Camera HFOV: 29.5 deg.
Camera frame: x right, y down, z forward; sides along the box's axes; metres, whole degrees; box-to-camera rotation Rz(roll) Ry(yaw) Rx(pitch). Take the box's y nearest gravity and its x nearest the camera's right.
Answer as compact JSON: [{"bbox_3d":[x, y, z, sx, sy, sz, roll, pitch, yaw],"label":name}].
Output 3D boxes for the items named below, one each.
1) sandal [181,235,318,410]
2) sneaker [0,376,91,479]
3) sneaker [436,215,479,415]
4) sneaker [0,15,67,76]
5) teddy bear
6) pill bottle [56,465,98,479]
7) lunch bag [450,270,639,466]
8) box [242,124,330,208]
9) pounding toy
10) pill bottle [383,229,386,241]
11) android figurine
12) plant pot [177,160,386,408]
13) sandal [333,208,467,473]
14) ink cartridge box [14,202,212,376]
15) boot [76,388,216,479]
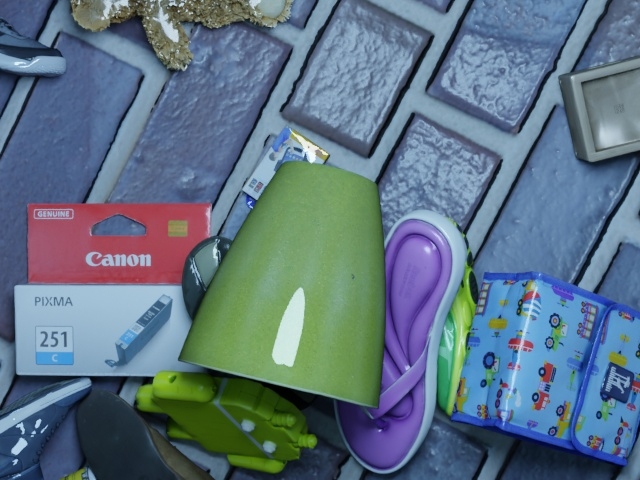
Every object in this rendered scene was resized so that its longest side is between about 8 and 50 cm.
[{"bbox_3d":[-0.108,0.128,1.800,0.120,0.086,0.303,-32,110,-2],"label":"sandal"},{"bbox_3d":[-0.416,0.313,1.805,0.226,0.086,0.163,-30,97,-25],"label":"sneaker"},{"bbox_3d":[0.173,0.110,1.792,0.123,0.109,0.296,-5,97,36],"label":"sneaker"},{"bbox_3d":[-0.502,-0.340,1.831,0.268,0.101,0.153,14,94,7],"label":"sneaker"},{"bbox_3d":[-0.206,-0.386,1.817,0.338,0.113,0.245,-23,96,-3],"label":"teddy bear"},{"bbox_3d":[-0.381,0.391,1.846,0.116,0.065,0.065,-26,88,4],"label":"pill bottle"},{"bbox_3d":[0.359,0.189,1.735,0.293,0.138,0.221,19,80,-25],"label":"lunch bag"},{"bbox_3d":[-0.056,-0.097,1.834,0.081,0.028,0.136,34,91,3],"label":"box"},{"bbox_3d":[0.461,-0.161,1.762,0.181,0.094,0.206,-14,99,0],"label":"pounding toy"},{"bbox_3d":[0.000,0.000,1.788,0.186,0.112,0.112,-13,89,5],"label":"pill bottle"},{"bbox_3d":[-0.131,0.258,1.743,0.272,0.248,0.056,2,55,33],"label":"android figurine"},{"bbox_3d":[-0.023,0.051,1.627,0.274,0.275,0.294,13,83,5],"label":"plant pot"},{"bbox_3d":[0.088,0.151,1.728,0.169,0.102,0.416,23,114,29],"label":"sandal"},{"bbox_3d":[-0.312,0.073,1.838,0.296,0.066,0.261,0,92,5],"label":"ink cartridge box"},{"bbox_3d":[-0.249,0.342,1.826,0.305,0.115,0.112,42,102,21],"label":"boot"}]
